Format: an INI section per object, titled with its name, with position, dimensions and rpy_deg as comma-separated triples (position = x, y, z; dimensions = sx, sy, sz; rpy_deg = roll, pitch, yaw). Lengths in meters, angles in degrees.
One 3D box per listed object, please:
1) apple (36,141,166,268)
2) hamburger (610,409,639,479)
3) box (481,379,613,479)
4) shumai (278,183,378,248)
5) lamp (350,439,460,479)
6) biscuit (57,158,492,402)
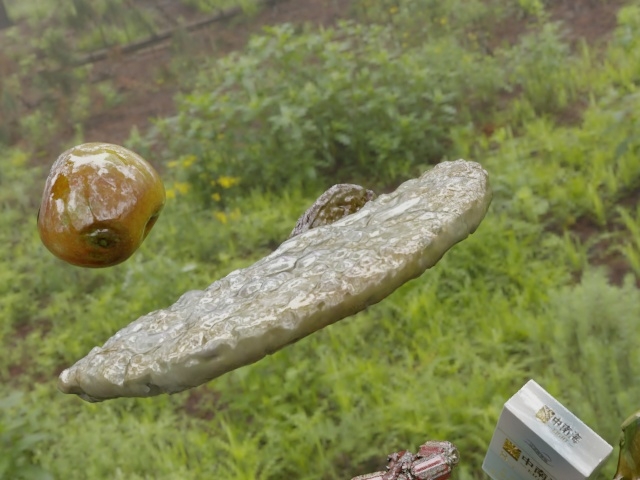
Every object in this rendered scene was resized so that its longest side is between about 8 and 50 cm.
[apple]
position = -0.191, -0.030, 0.917
dimensions = 0.102, 0.099, 0.114
rpy_deg = 18, 43, -3
[hamburger]
position = 0.466, 0.258, 1.183
dimensions = 0.285, 0.134, 0.265
rpy_deg = 5, -15, 21
[box]
position = 0.329, 0.325, 1.559
dimensions = 0.155, 0.243, 0.067
rpy_deg = 39, 64, 24
[shumai]
position = 0.004, 0.001, 1.088
dimensions = 0.105, 0.123, 0.139
rpy_deg = 3, 6, 9
[lamp]
position = 0.064, 0.162, 0.735
dimensions = 0.083, 0.031, 0.063
rpy_deg = -17, 5, -36
[biscuit]
position = -0.004, 0.024, 0.579
dimensions = 0.290, 0.038, 0.141
rpy_deg = -27, 11, -17
